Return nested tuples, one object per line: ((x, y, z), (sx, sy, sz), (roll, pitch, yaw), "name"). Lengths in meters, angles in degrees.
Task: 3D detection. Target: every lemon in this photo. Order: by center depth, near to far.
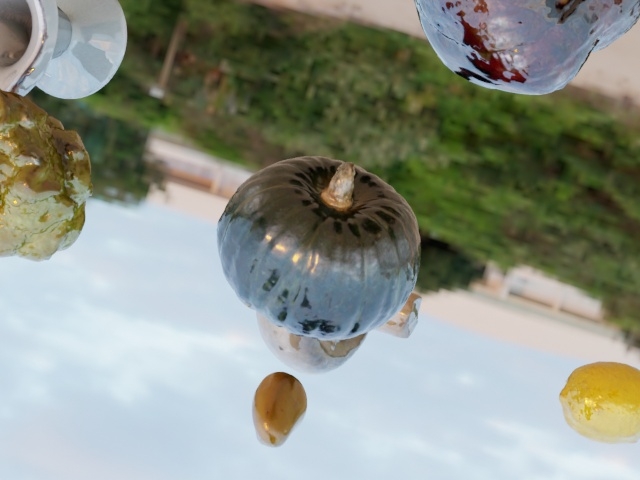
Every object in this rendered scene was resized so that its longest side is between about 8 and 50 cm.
((0.403, 0.225, 2.395), (0.155, 0.114, 0.114), (10, -171, -7), "lemon")

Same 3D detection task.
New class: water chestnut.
((0.207, -0.283, 1.797), (0.289, 0.244, 0.289), (13, -145, -9), "water chestnut")

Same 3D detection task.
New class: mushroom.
((0.030, 0.082, 2.271), (0.215, 0.207, 0.207), (13, -175, 29), "mushroom")

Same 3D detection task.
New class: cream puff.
((-0.264, -0.063, 1.552), (0.146, 0.116, 0.146), (13, -127, -19), "cream puff")

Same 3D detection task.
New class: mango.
((-0.053, 0.212, 2.158), (0.060, 0.080, 0.114), (-3, -143, 21), "mango")

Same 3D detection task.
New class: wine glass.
((-0.288, -0.200, 1.666), (0.165, 0.165, 0.196), (20, -173, 19), "wine glass")

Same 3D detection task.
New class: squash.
((-0.001, 0.005, 1.816), (0.218, 0.218, 0.172), (16, 148, -8), "squash")
